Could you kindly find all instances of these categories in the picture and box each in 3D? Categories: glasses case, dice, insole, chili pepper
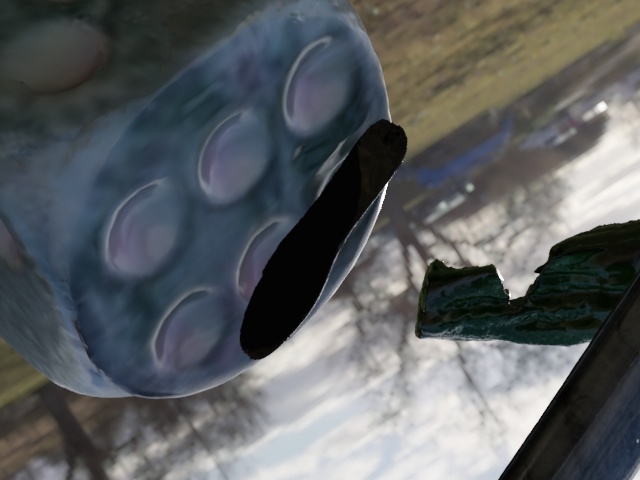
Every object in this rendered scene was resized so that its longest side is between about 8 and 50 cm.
[{"bbox_3d":[0.202,0.148,1.093,0.060,0.114,0.299,24,-110,41],"label":"glasses case"},{"bbox_3d":[-0.163,-0.095,1.213,0.328,0.348,0.330,-40,146,-22],"label":"dice"},{"bbox_3d":[0.000,0.000,1.006,0.004,0.064,0.188,25,103,-43],"label":"insole"},{"bbox_3d":[0.202,0.042,1.270,0.253,0.099,0.083,-11,-150,4],"label":"chili pepper"}]
